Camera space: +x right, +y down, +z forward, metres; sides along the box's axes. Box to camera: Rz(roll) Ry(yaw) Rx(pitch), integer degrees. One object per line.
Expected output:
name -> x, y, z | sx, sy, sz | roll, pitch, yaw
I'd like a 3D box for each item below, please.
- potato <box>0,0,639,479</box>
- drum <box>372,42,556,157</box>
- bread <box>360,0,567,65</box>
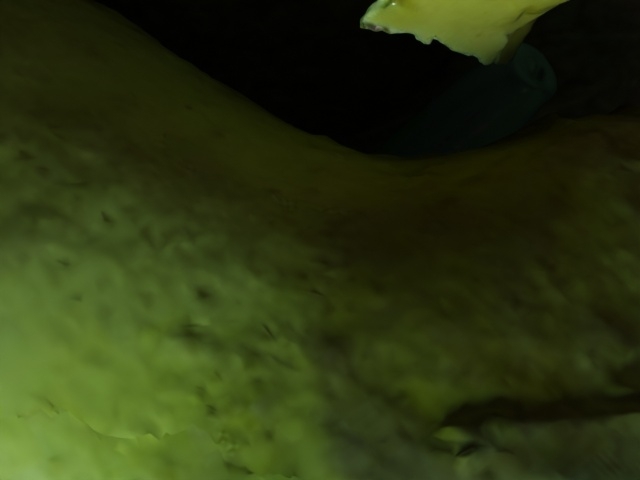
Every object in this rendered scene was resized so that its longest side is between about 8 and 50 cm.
potato -> -0.068, 0.011, 0.492 | 0.397, 0.296, 0.290 | -31, -179, 9
drum -> 0.013, 0.009, 0.665 | 0.253, 0.049, 0.130 | -26, 140, 29
bread -> 0.074, -0.129, 0.436 | 0.134, 0.085, 0.173 | 26, 136, -37
